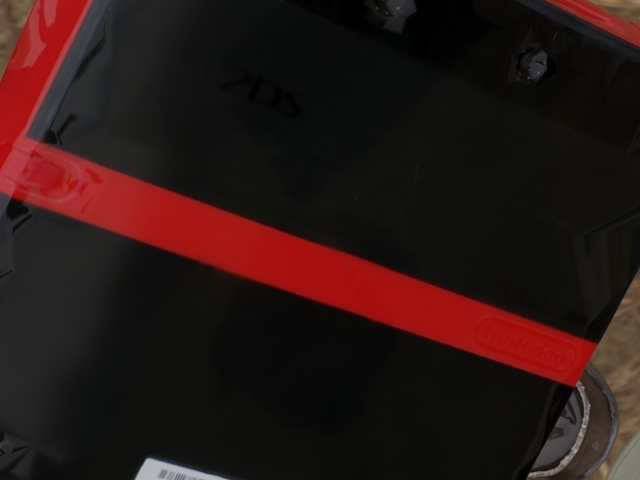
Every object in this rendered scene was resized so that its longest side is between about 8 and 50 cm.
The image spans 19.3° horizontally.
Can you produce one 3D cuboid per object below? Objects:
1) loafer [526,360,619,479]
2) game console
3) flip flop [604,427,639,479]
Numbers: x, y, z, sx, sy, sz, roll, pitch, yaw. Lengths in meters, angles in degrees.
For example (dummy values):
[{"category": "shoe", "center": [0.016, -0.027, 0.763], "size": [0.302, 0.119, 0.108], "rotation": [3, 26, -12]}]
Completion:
[{"category": "loafer", "center": [0.077, 0.098, 1.594], "size": [0.366, 0.130, 0.134], "rotation": [28, 101, 21]}, {"category": "game console", "center": [0.000, 0.000, 0.969], "size": [0.342, 0.386, 0.060], "rotation": [-63, 34, 11]}, {"category": "flip flop", "center": [0.248, 0.109, 1.063], "size": [0.112, 0.080, 0.277], "rotation": [44, 102, 20]}]
